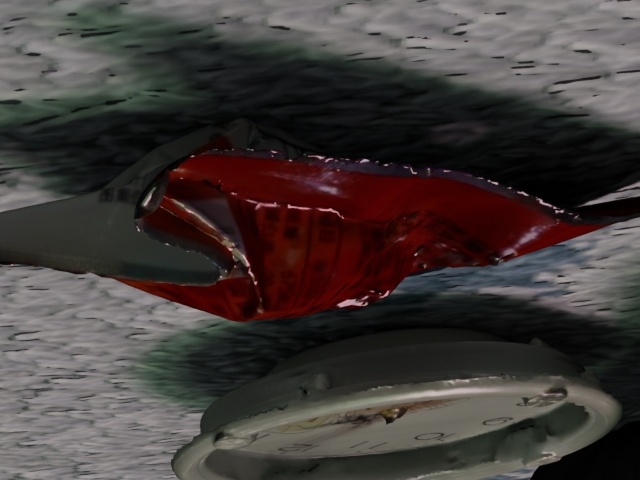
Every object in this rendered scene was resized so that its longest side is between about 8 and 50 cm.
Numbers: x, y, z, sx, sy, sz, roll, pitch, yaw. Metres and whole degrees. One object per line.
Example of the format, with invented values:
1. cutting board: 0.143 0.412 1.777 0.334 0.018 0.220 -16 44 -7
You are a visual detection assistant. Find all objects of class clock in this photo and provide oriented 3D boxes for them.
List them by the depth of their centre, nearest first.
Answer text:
1. clock: 0.039 0.088 1.011 0.236 0.053 0.236 -6 163 -2

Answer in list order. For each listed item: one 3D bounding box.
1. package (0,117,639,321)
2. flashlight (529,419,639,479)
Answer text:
1. package: 0.000 0.000 0.730 0.194 0.071 0.269 -2 171 43
2. flashlight: 0.189 0.131 1.043 0.103 0.103 0.424 -3 167 -5
